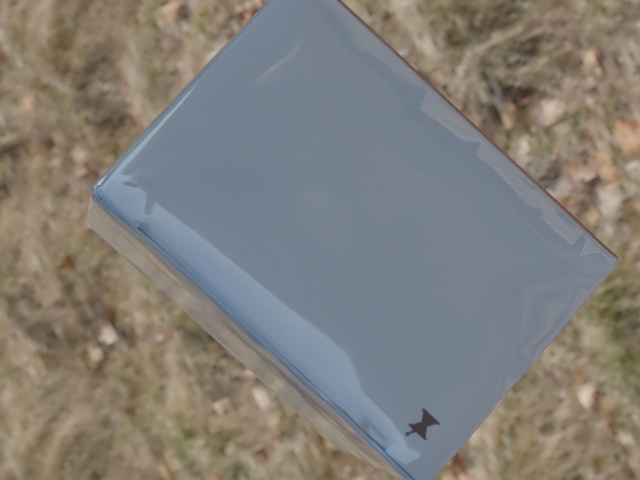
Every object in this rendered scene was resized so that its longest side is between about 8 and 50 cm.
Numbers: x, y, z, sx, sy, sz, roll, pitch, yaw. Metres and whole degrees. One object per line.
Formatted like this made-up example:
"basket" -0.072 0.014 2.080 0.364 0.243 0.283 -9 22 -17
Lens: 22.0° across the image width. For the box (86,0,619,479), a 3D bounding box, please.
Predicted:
"box" 0.000 0.000 0.546 0.130 0.091 0.170 43 172 -5
